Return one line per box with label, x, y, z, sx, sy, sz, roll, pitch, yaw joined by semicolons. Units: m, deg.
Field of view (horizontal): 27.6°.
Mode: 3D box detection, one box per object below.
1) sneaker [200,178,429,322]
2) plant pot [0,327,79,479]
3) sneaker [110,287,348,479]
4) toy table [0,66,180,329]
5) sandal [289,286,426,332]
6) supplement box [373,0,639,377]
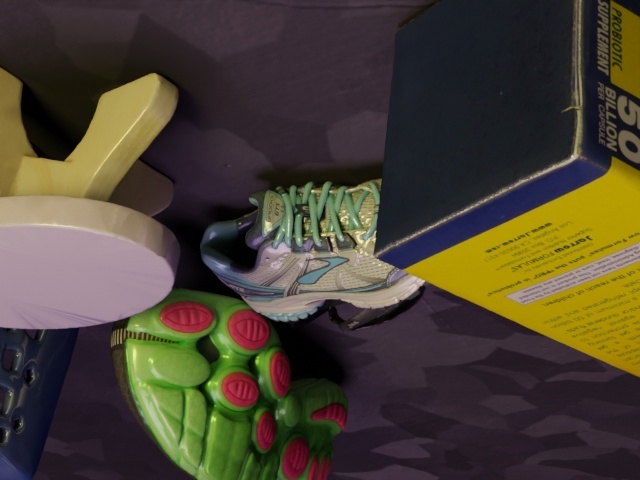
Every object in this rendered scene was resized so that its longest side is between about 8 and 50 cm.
sneaker;0.000;0.000;1.154;0.122;0.110;0.283;31;144;-32
plant pot;-0.403;0.099;1.308;0.236;0.235;0.212;-2;146;18
sneaker;-0.122;0.174;1.397;0.202;0.185;0.483;11;162;20
toy table;-0.223;-0.034;1.081;0.274;0.160;0.252;-7;150;26
sandal;0.063;0.052;1.246;0.255;0.054;0.097;-20;179;41
supplement box;0.240;-0.039;0.929;0.357;0.194;0.195;24;148;-30
